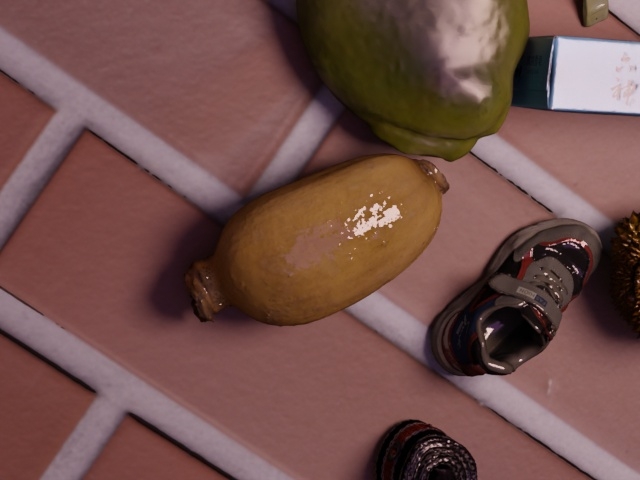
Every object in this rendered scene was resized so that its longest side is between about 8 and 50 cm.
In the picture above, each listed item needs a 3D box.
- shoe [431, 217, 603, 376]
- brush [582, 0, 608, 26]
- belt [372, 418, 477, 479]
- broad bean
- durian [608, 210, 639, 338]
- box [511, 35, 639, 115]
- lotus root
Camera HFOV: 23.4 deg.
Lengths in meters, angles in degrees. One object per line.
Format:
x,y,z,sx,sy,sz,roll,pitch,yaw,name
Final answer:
0.223,0.066,1.674,0.227,0.125,0.099,-44,100,-3,shoe
0.294,-0.305,1.653,0.033,0.030,0.178,-28,143,-17,brush
0.120,0.378,1.704,0.126,0.094,0.359,-6,97,-10,belt
0.103,-0.228,1.617,0.238,0.119,0.291,-30,99,2,broad bean
0.378,0.038,1.693,0.137,0.168,0.158,-25,77,15,durian
0.330,-0.174,1.659,0.232,0.142,0.083,1,96,-12,box
0.001,0.003,1.611,0.303,0.131,0.146,-25,106,-6,lotus root
